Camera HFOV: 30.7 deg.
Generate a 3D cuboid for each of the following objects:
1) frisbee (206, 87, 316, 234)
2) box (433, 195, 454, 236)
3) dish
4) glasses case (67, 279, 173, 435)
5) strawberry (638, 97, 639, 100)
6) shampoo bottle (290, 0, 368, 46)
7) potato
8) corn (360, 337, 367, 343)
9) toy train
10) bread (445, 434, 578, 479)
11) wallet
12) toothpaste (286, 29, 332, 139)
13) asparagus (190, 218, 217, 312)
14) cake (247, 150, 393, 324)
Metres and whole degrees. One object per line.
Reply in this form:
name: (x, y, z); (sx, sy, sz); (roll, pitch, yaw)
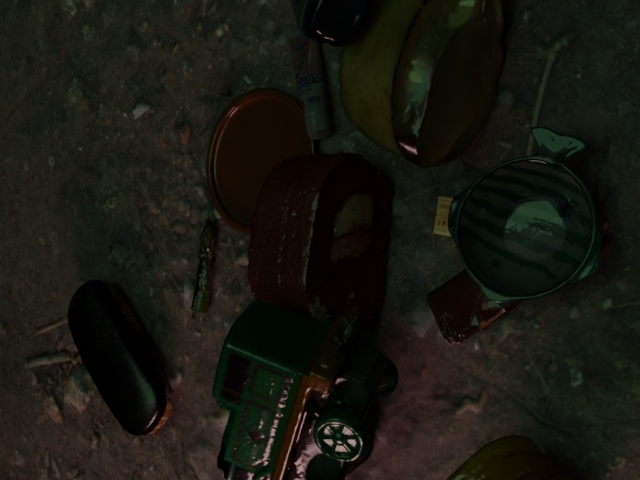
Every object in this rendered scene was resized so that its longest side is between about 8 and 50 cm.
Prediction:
frisbee: (-0.102, -0.134, 1.977); (0.250, 0.021, 0.251); (-2, 87, 39)
box: (0.211, -0.031, 1.722); (0.093, 0.015, 0.058); (10, 96, 39)
dish: (0.294, -0.026, 1.605); (0.224, 0.078, 0.246); (22, 90, 28)
glasses case: (-0.369, 0.211, 2.132); (0.122, 0.082, 0.321); (-49, 59, 24)
strawberry: (0.481, -0.164, 1.444); (0.148, 0.131, 0.131); (-46, 61, 30)
shampoo bottle: (0.003, -0.375, 1.744); (0.134, 0.078, 0.359); (-61, 18, 21)
potato: (0.127, -0.258, 1.687); (0.242, 0.242, 0.286); (15, 101, 38)
corn: (-0.018, 0.193, 1.845); (0.261, 0.097, 0.097); (-2, 86, 40)
toy train: (-0.042, 0.260, 1.712); (0.249, 0.178, 0.429); (22, 126, 8)
bread: (0.232, 0.390, 1.570); (0.270, 0.195, 0.143); (-55, 48, 19)
wallet: (0.234, 0.073, 1.691); (0.176, 0.026, 0.095); (-37, 64, 30)
toothpaste: (-0.016, -0.261, 1.905); (0.067, 0.042, 0.195); (-25, 67, 37)
asparagus: (-0.202, 0.044, 2.041); (0.036, 0.030, 0.165); (8, 93, 52)
cake: (0.000, 0.000, 1.787); (0.150, 0.177, 0.283); (8, 91, 39)
